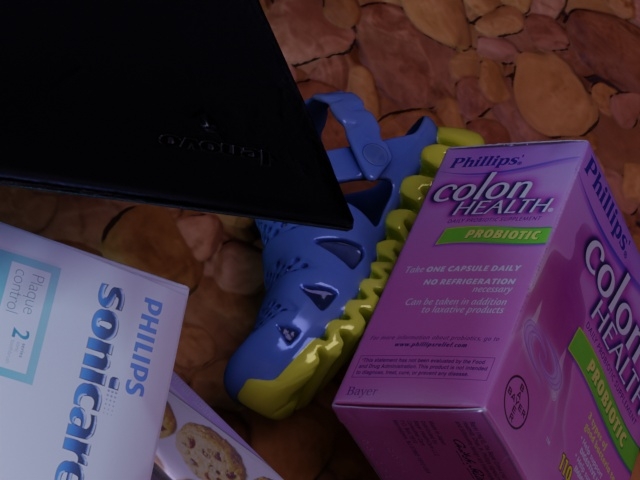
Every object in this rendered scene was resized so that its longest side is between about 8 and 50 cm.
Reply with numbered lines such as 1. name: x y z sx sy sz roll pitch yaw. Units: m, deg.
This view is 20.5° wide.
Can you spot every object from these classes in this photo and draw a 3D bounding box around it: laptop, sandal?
1. laptop: -0.247 -0.113 1.058 0.382 0.408 0.236 8 78 -34
2. sandal: 0.000 0.000 1.293 0.138 0.126 0.317 35 45 -2

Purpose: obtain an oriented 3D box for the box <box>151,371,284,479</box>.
1. box: -0.042 0.201 1.188 0.324 0.063 0.067 45 54 1

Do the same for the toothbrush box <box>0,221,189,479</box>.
1. toothbrush box: -0.194 0.157 0.989 0.126 0.295 0.216 20 57 -17

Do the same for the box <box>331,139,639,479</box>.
1. box: 0.139 0.090 1.244 0.213 0.117 0.243 59 42 -37
